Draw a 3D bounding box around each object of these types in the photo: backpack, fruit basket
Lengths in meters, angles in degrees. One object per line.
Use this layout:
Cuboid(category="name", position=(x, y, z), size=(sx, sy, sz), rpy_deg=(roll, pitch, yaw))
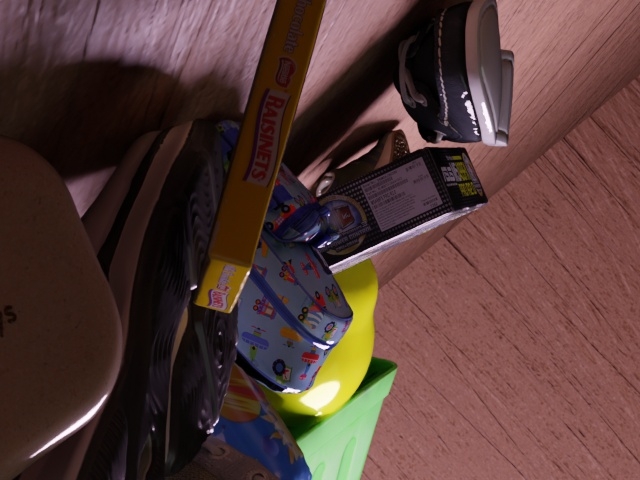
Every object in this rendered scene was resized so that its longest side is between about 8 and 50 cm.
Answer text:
Cuboid(category="backpack", position=(-0.043, 0.016, 1.247), size=(0.117, 0.173, 0.158), rpy_deg=(-42, 173, 6))
Cuboid(category="fruit basket", position=(-0.076, 0.144, 1.880), size=(0.392, 0.283, 0.392), rpy_deg=(8, 90, -66))

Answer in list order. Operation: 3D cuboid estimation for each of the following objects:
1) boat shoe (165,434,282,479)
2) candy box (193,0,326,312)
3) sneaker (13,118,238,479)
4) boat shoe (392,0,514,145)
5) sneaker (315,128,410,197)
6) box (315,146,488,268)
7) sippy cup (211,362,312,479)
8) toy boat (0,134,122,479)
Cuboid(category="boat shoe", position=(-0.125, 0.129, 1.143), size=(0.103, 0.118, 0.320), rpy_deg=(-27, -152, -21))
Cuboid(category="candy box", position=(-0.025, -0.071, 0.951), size=(0.105, 0.027, 0.206), rpy_deg=(126, -20, -73))
Cuboid(category="sneaker", position=(-0.199, 0.075, 0.983), size=(0.447, 0.257, 0.169), rpy_deg=(-73, 162, -52))
Cuboid(category="boat shoe", position=(0.104, -0.126, 1.471), size=(0.091, 0.114, 0.302), rpy_deg=(3, 171, 9))
Cuboid(category="sneaker", position=(0.037, -0.057, 1.767), size=(0.086, 0.064, 0.192), rpy_deg=(-11, -162, 13))
Cuboid(category="box", position=(0.000, 0.000, 1.572), size=(0.270, 0.060, 0.216), rpy_deg=(-25, 178, 13))
Cuboid(category="sippy cup", position=(-0.134, 0.149, 1.379), size=(0.305, 0.224, 0.240), rpy_deg=(-44, 174, 16))
Cuboid(category="toy boat", position=(-0.210, 0.051, 0.801), size=(0.151, 0.151, 0.231), rpy_deg=(-7, -161, 42))
